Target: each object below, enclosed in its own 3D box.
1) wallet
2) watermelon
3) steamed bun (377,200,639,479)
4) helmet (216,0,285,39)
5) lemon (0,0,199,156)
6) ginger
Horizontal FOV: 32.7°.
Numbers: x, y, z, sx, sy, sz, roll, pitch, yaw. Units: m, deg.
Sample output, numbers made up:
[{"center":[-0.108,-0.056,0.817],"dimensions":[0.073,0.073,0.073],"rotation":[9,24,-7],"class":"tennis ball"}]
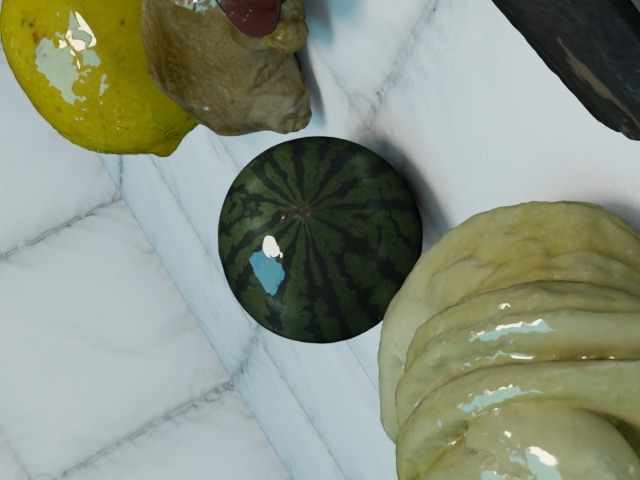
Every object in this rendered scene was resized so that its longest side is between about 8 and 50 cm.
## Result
[{"center":[0.085,-0.181,0.601],"dimensions":[0.321,0.044,0.170],"rotation":[46,-173,-15],"class":"wallet"},{"center":[0.000,0.000,1.083],"dimensions":[0.212,0.212,0.212],"rotation":[52,161,27],"class":"watermelon"},{"center":[0.174,0.142,0.792],"dimensions":[0.372,0.230,0.325],"rotation":[37,154,48],"class":"steamed bun"},{"center":[-0.051,-0.275,0.955],"dimensions":[0.155,0.106,0.175],"rotation":[13,131,60],"class":"helmet"},{"center":[-0.245,-0.244,1.300],"dimensions":[0.310,0.258,0.258],"rotation":[55,164,-12],"class":"lemon"},{"center":[-0.086,-0.214,1.125],"dimensions":[0.221,0.130,0.276],"rotation":[8,140,43],"class":"ginger"}]
